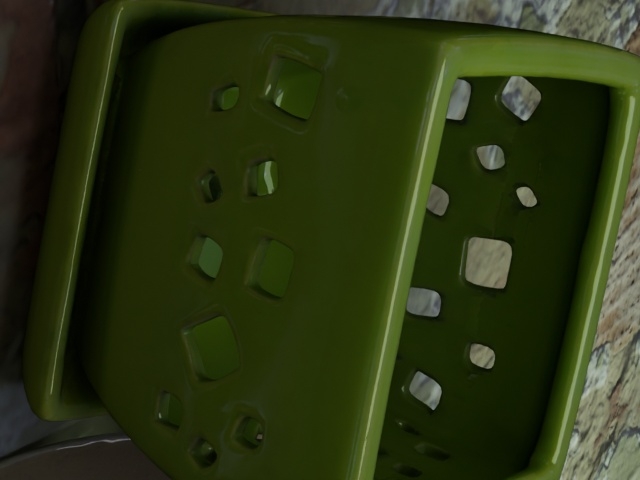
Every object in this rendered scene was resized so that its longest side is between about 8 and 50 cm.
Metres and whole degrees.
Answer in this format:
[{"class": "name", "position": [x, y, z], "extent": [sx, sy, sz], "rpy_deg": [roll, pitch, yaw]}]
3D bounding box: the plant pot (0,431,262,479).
[{"class": "plant pot", "position": [-0.051, 0.238, 0.831], "extent": [0.284, 0.284, 0.190], "rpy_deg": [-24, 130, -53]}]

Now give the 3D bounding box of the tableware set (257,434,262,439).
[{"class": "tableware set", "position": [-0.015, 0.086, 1.066], "extent": [0.169, 0.020, 0.141], "rpy_deg": [6, 99, -59]}]

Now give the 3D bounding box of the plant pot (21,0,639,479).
[{"class": "plant pot", "position": [0.000, 0.000, 0.860], "extent": [0.228, 0.207, 0.227], "rpy_deg": [-4, 107, -58]}]
